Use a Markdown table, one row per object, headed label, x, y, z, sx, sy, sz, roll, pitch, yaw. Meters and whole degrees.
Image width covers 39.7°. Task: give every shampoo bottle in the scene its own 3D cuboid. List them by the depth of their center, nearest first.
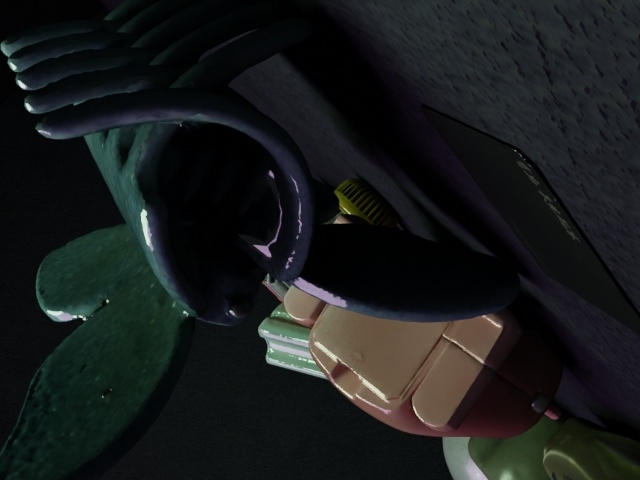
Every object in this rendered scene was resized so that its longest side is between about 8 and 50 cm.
| label | x | y | z | sx | sy | sz | roll | pitch | yaw |
| --- | --- | --- | --- | --- | --- | --- | --- | --- | --- |
| shampoo bottle | 0.280 | 0.226 | 0.783 | 0.125 | 0.084 | 0.350 | 44 | 178 | 7 |

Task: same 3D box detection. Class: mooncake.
| label | x | y | z | sx | sy | sz | roll | pitch | yaw |
| --- | --- | --- | --- | --- | --- | --- | --- | --- | --- |
| mooncake | 0.333 | 0.327 | 1.210 | 0.275 | 0.135 | 0.275 | 43 | 180 | 0 |

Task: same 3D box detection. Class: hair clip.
| label | x | y | z | sx | sy | sz | roll | pitch | yaw |
| --- | --- | --- | --- | --- | --- | --- | --- | --- | --- |
| hair clip | -0.098 | -0.047 | 0.661 | 0.318 | 0.392 | 0.238 | -132 | 24 | -57 |

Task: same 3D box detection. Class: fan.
| label | x | y | z | sx | sy | sz | roll | pitch | yaw |
| --- | --- | --- | --- | --- | --- | --- | --- | --- | --- |
| fan | 0.072 | -0.015 | 1.034 | 0.155 | 0.039 | 0.082 | 45 | 179 | -37 |

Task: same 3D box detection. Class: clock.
| label | x | y | z | sx | sy | sz | roll | pitch | yaw |
| --- | --- | --- | --- | --- | --- | --- | --- | --- | --- |
| clock | 0.110 | 0.106 | 0.838 | 0.227 | 0.142 | 0.241 | 35 | -177 | 38 |

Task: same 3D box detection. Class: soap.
| label | x | y | z | sx | sy | sz | roll | pitch | yaw |
| --- | --- | --- | --- | --- | --- | --- | --- | --- | --- |
| soap | 0.055 | 0.149 | 1.401 | 0.266 | 0.160 | 0.087 | 9 | 126 | 32 |

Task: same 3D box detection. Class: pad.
| label | x | y | z | sx | sy | sz | roll | pitch | yaw |
| --- | --- | --- | --- | --- | --- | --- | --- | --- | --- |
| pad | 0.120 | -0.009 | 0.491 | 0.157 | 0.003 | 0.112 | 47 | 178 | -29 |

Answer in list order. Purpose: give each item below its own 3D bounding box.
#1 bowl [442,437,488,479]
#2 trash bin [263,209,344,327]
| label | x | y | z | sx | sy | sz | roll | pitch | yaw |
| --- | --- | --- | --- | --- | --- | --- | --- | --- | --- |
| bowl | 0.319 | 0.407 | 1.529 | 0.313 | 0.146 | 0.313 | 29 | 160 | 11 |
| trash bin | 0.000 | 0.000 | 1.396 | 0.161 | 0.184 | 0.238 | 47 | -170 | -21 |
